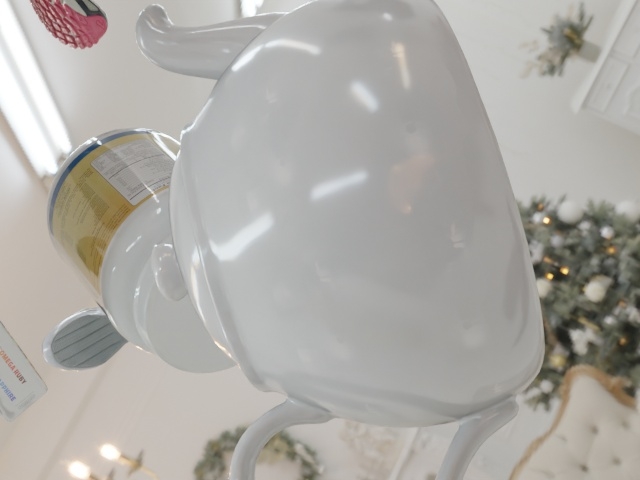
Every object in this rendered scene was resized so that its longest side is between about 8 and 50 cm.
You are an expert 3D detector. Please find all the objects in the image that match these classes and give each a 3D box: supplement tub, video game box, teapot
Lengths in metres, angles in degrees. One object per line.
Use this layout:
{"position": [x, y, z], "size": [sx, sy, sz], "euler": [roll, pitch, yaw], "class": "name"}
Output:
{"position": [-0.122, 0.004, 0.693], "size": [0.144, 0.200, 0.144], "euler": [-17, -57, -28], "class": "supplement tub"}
{"position": [-0.319, 0.028, 0.685], "size": [0.048, 0.205, 0.187], "euler": [-43, -35, -22], "class": "video game box"}
{"position": [0.000, 0.000, 0.474], "size": [0.256, 0.187, 0.252], "euler": [-101, -7, -61], "class": "teapot"}

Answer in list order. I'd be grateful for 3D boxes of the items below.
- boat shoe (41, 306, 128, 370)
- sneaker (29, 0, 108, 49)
{"position": [-0.341, 0.143, 1.305], "size": [0.226, 0.076, 0.083], "euler": [-16, -84, -59], "class": "boat shoe"}
{"position": [-0.360, -0.378, 1.177], "size": [0.112, 0.299, 0.120], "euler": [-29, -30, -14], "class": "sneaker"}
